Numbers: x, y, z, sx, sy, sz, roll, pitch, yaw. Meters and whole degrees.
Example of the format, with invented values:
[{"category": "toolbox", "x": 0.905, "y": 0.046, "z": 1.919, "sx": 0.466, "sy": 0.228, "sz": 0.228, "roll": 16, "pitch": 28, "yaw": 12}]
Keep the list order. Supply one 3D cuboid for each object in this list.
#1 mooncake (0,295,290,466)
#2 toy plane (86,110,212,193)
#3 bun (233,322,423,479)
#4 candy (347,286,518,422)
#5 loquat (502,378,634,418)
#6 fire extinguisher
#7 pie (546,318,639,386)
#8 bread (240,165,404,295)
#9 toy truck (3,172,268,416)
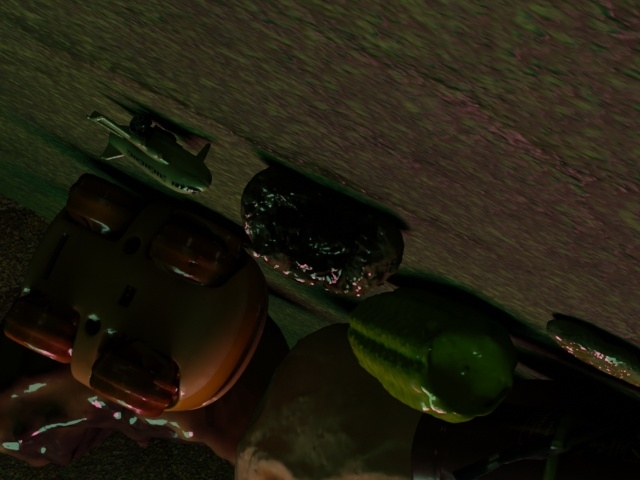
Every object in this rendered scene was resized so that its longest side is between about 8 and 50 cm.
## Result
[{"category": "mooncake", "x": -0.259, "y": 0.193, "z": 2.051, "sx": 0.246, "sy": 0.394, "sz": 0.393, "roll": 39, "pitch": -169, "yaw": -50}, {"category": "toy plane", "x": -0.114, "y": -0.061, "z": 1.060, "sx": 0.111, "sy": 0.040, "sz": 0.102, "roll": 21, "pitch": 173, "yaw": 36}, {"category": "bun", "x": 0.026, "y": 0.272, "z": 1.635, "sx": 0.202, "sy": 0.364, "sz": 0.364, "roll": -9, "pitch": -162, "yaw": -36}, {"category": "candy", "x": 0.077, "y": 0.084, "z": 1.225, "sx": 0.096, "sy": 0.097, "sz": 0.209, "roll": 30, "pitch": 175, "yaw": -23}, {"category": "loquat", "x": 0.206, "y": 0.212, "z": 1.332, "sx": 0.227, "sy": 0.179, "sz": 0.179, "roll": 3, "pitch": 159, "yaw": 43}, {"category": "fire extinguisher", "x": 0.232, "y": 0.184, "z": 1.145, "sx": 0.341, "sy": 0.105, "sz": 0.141, "roll": 5, "pitch": -168, "yaw": 32}, {"category": "pie", "x": 0.188, "y": 0.075, "z": 1.029, "sx": 0.085, "sy": 0.017, "sz": 0.085, "roll": 28, "pitch": 174, "yaw": 3}, {"category": "bread", "x": 0.000, "y": 0.000, "z": 1.004, "sx": 0.113, "sy": 0.060, "sz": 0.082, "roll": 23, "pitch": 170, "yaw": 17}, {"category": "toy truck", "x": -0.182, "y": 0.061, "z": 1.562, "sx": 0.288, "sy": 0.204, "sz": 0.211, "roll": 23, "pitch": 175, "yaw": 30}]
